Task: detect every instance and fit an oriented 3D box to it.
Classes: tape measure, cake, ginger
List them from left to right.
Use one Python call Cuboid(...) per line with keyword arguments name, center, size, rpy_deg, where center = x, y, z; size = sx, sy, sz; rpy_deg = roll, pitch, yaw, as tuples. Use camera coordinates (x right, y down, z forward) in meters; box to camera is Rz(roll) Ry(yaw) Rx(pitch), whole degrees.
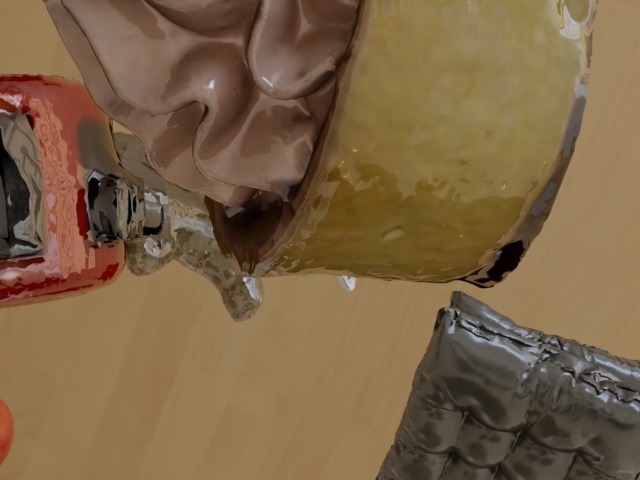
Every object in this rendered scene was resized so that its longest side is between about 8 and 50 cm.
Cuboid(name="tape measure", center=(-0.206, -0.019, 0.718), size=(0.253, 0.260, 0.114), rpy_deg=(-7, 90, -20))
Cuboid(name="ginger", center=(-0.180, -0.042, 1.261), size=(0.080, 0.333, 0.166), rpy_deg=(-30, 55, 45))
Cuboid(name="cake", center=(-0.014, -0.077, 0.535), size=(0.178, 0.185, 0.208), rpy_deg=(1, 146, -12))

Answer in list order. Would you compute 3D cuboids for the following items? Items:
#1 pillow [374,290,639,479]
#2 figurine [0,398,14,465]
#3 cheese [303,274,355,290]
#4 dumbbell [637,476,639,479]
Cuboid(name="pillow", center=(0.175, 0.209, 1.360), size=(0.228, 0.101, 0.326), rpy_deg=(22, 126, 6))
Cuboid(name="figurine", center=(-0.399, 0.182, 1.204), size=(0.257, 0.181, 0.208), rpy_deg=(20, 82, -21))
Cuboid(name="cheese", center=(0.000, 0.000, 2.008), size=(0.064, 0.137, 0.227), rpy_deg=(-1, 149, 26))
Cuboid(name="dumbbell", center=(0.460, 0.338, 1.828), size=(0.325, 0.143, 0.143), rpy_deg=(-7, 108, 21))
